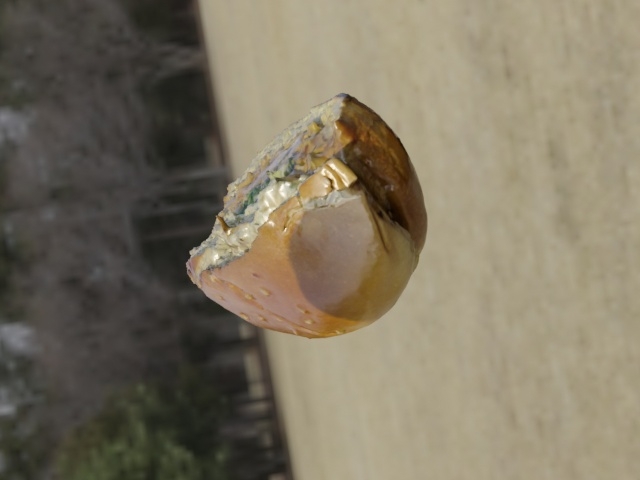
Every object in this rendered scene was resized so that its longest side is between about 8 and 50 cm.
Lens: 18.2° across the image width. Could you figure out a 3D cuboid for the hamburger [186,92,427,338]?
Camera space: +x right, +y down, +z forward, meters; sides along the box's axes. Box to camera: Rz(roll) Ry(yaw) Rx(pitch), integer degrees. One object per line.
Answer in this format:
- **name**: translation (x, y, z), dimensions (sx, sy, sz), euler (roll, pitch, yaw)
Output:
- **hamburger**: translation (0.000, 0.000, 1.558), dimensions (0.156, 0.144, 0.283), euler (43, 157, -9)
